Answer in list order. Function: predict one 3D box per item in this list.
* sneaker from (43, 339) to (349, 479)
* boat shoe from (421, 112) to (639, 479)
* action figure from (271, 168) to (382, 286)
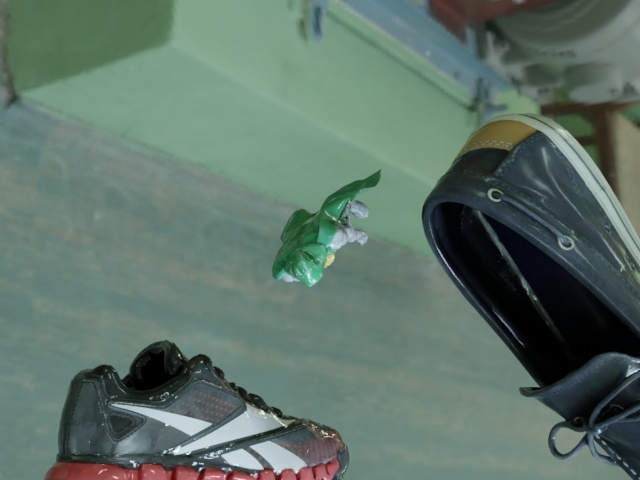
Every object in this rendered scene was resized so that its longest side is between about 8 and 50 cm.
[{"bbox_3d":[-0.086,0.145,0.978,0.276,0.097,0.135,5,79,-40],"label":"sneaker"},{"bbox_3d":[0.264,0.116,1.126,0.156,0.187,0.500,-34,87,-38],"label":"boat shoe"},{"bbox_3d":[0.000,0.000,1.244,0.063,0.137,0.232,50,17,-5],"label":"action figure"}]
